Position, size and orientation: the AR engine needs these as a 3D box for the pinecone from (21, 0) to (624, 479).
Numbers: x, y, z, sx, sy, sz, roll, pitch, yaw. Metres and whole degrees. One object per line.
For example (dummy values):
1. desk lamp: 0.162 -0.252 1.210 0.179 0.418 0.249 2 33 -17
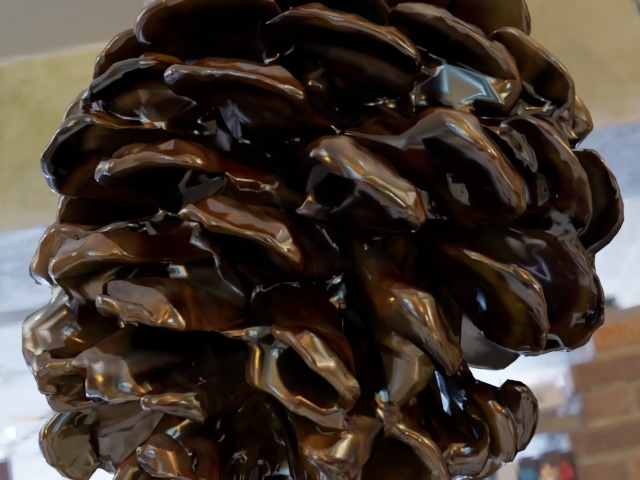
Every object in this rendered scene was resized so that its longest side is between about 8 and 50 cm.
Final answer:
1. pinecone: 0.000 0.000 0.524 0.224 0.272 0.224 12 -50 14
